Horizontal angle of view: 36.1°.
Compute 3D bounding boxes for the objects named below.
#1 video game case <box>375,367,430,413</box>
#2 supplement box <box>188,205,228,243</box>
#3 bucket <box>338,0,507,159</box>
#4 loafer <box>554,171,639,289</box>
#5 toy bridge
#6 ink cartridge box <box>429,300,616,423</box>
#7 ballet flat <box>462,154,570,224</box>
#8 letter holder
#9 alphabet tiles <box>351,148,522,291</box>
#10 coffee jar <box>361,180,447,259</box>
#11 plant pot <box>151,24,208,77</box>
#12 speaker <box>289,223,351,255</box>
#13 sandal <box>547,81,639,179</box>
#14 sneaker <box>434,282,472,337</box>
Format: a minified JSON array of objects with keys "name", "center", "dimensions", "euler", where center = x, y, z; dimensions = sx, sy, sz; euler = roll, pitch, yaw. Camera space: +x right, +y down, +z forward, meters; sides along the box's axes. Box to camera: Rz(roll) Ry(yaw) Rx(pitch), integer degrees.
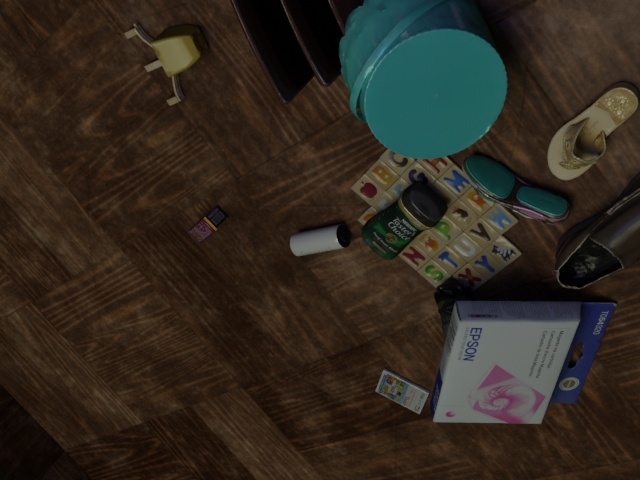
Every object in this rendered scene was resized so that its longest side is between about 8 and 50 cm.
[{"name":"video game case","center":[0.198,0.365,2.377],"dimensions":[0.122,0.011,0.087],"euler":[26,136,11]},{"name":"supplement box","center":[-0.262,-0.037,2.302],"dimensions":[0.043,0.055,0.083],"euler":[47,135,-8]},{"name":"bucket","center":[0.171,-0.284,1.649],"dimensions":[0.281,0.183,0.281],"euler":[-5,127,-7]},{"name":"loafer","center":[0.557,-0.008,1.754],"dimensions":[0.134,0.130,0.366],"euler":[39,136,-2]},{"name":"toy bridge","center":[-0.345,-0.379,2.091],"dimensions":[0.063,0.026,0.188],"euler":[-14,117,36]},{"name":"ink cartridge box","center":[0.410,0.254,2.002],"dimensions":[0.330,0.071,0.324],"euler":[1,132,-4]},{"name":"ballet flat","center":[0.364,-0.084,1.864],"dimensions":[0.222,0.077,0.079],"euler":[26,155,11]},{"name":"letter holder","center":[-0.029,-0.418,1.723],"dimensions":[0.152,0.214,0.301],"euler":[-5,122,35]},{"name":"alphabet tiles","center":[0.234,-0.043,2.016],"dimensions":[0.342,0.011,0.285],"euler":[41,136,-4]},{"name":"coffee jar","center":[0.170,-0.041,1.992],"dimensions":[0.096,0.079,0.184],"euler":[42,135,-5]},{"name":"plant pot","center":[-0.279,-0.394,2.003],"dimensions":[0.083,0.081,0.081],"euler":[-13,118,25]},{"name":"speaker","center":[0.000,0.000,2.167],"dimensions":[0.136,0.055,0.055],"euler":[-11,119,38]},{"name":"sandal","center":[0.461,-0.173,1.714],"dimensions":[0.088,0.079,0.240],"euler":[36,136,2]},{"name":"sneaker","center":[0.302,0.165,2.091],"dimensions":[0.087,0.130,0.227],"euler":[-13,155,16]}]
